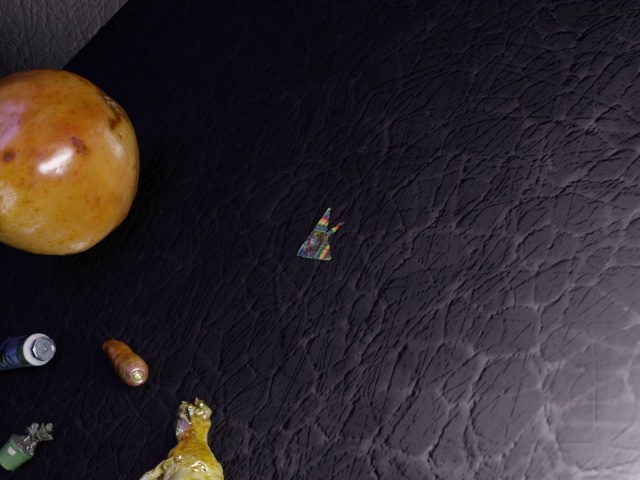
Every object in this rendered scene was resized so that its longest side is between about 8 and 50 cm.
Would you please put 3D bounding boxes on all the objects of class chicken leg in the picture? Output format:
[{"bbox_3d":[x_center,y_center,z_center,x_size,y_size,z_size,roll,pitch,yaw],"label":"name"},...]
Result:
[{"bbox_3d":[-0.173,0.292,1.337,0.103,0.088,0.228,-50,29,23],"label":"chicken leg"}]

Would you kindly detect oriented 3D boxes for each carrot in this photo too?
[{"bbox_3d":[-0.320,0.189,1.706,0.047,0.047,0.191,-51,28,-8],"label":"carrot"}]

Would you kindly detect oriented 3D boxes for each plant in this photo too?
[{"bbox_3d":[-0.479,0.329,1.738,0.102,0.051,0.051,-41,29,2],"label":"plant"}]

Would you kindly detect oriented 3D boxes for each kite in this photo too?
[{"bbox_3d":[0.000,0.000,1.554,0.090,0.004,0.122,-36,31,19],"label":"kite"}]

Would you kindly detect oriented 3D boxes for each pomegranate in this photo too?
[{"bbox_3d":[-0.558,-0.137,2.110,0.410,0.410,0.410,-33,31,23],"label":"pomegranate"}]

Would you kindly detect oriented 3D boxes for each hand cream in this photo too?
[{"bbox_3d":[-0.573,0.213,2.011,0.271,0.058,0.091,-13,40,54],"label":"hand cream"}]
